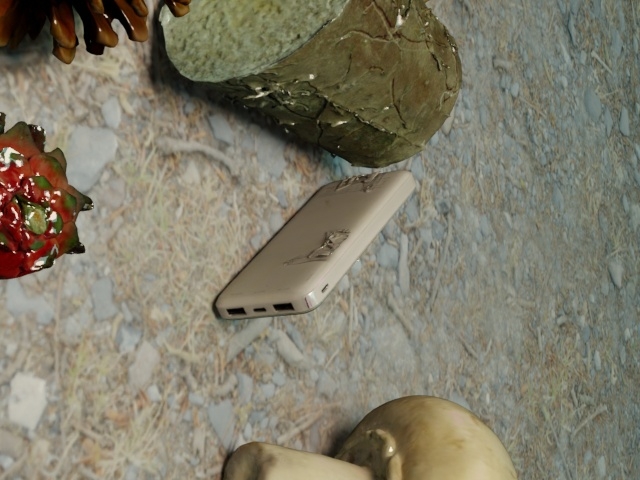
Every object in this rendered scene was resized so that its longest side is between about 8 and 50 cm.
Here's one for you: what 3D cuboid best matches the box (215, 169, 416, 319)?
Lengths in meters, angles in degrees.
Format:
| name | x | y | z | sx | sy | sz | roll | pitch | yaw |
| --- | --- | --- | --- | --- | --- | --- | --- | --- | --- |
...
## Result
| name | x | y | z | sx | sy | sz | roll | pitch | yaw |
| --- | --- | --- | --- | --- | --- | --- | --- | --- | --- |
| box | 0.000 | 0.000 | 1.246 | 0.285 | 0.142 | 0.044 | -49 | 123 | -45 |

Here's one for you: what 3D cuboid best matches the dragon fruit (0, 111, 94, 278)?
| name | x | y | z | sx | sy | sz | roll | pitch | yaw |
| --- | --- | --- | --- | --- | --- | --- | --- | --- | --- |
| dragon fruit | -0.266 | -0.032 | 0.912 | 0.142 | 0.121 | 0.130 | -55 | 167 | -74 |

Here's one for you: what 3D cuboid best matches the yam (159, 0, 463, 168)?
| name | x | y | z | sx | sy | sz | roll | pitch | yaw |
| --- | --- | --- | --- | --- | --- | --- | --- | --- | --- |
| yam | 0.009 | -0.221 | 1.218 | 0.348 | 0.241 | 0.241 | 26 | 65 | -55 |

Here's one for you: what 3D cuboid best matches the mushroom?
| name | x | y | z | sx | sy | sz | roll | pitch | yaw |
| --- | --- | --- | --- | --- | --- | --- | --- | --- | --- |
| mushroom | 0.057 | 0.315 | 1.208 | 0.336 | 0.314 | 0.314 | 20 | 68 | -29 |

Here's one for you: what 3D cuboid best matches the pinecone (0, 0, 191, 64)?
| name | x | y | z | sx | sy | sz | roll | pitch | yaw |
| --- | --- | --- | --- | --- | --- | --- | --- | --- | --- |
| pinecone | -0.201 | -0.284 | 0.930 | 0.264 | 0.264 | 0.264 | 10 | 78 | -53 |

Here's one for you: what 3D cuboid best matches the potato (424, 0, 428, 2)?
| name | x | y | z | sx | sy | sz | roll | pitch | yaw |
| --- | --- | --- | --- | --- | --- | --- | --- | --- | --- |
| potato | 0.131 | -0.431 | 1.501 | 0.150 | 0.146 | 0.234 | 85 | 20 | -58 |
